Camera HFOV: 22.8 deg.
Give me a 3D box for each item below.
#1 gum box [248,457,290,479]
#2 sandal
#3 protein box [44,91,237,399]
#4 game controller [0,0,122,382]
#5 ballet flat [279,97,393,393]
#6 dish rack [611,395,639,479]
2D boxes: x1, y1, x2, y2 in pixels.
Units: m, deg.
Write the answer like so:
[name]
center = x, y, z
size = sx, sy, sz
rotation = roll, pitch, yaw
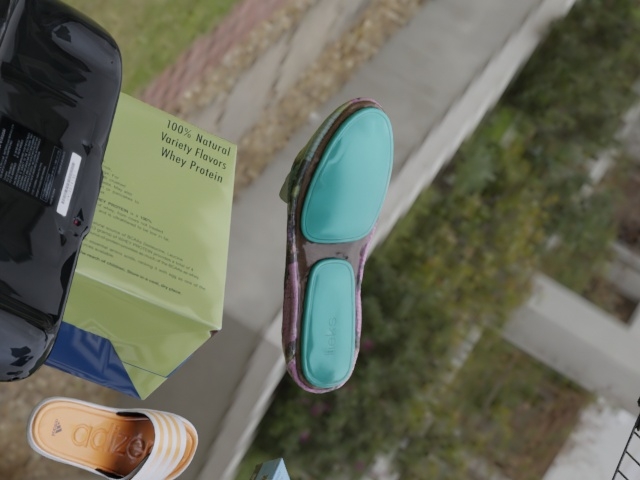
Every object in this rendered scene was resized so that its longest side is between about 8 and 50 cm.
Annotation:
[gum box]
center = -0.047, 0.389, 2.013
size = 0.041, 0.184, 0.157
rotation = -17, -171, 11
[sandal]
center = -0.243, 0.258, 1.969
size = 0.265, 0.076, 0.102
rotation = 18, 86, -45
[protein box]
center = -0.193, -0.009, 1.335
size = 0.136, 0.200, 0.201
rotation = -42, -146, 42
[game controller]
center = -0.230, -0.058, 1.112
size = 0.067, 0.166, 0.319
rotation = -23, -136, 38
[ballet flat]
center = 0.000, 0.000, 1.163
size = 0.079, 0.077, 0.221
rotation = 29, -64, 59
[dish rack]
center = 0.373, 0.249, 1.551
size = 0.074, 0.208, 0.271
rotation = -125, -134, -56
